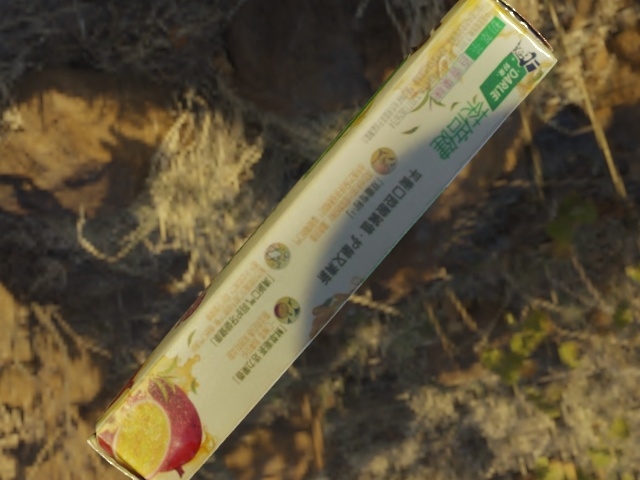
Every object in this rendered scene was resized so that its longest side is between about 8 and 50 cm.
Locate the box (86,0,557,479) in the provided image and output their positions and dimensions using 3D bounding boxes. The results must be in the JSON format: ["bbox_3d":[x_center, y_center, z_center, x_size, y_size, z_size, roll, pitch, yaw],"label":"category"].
[{"bbox_3d":[0.000,0.000,0.455,0.207,0.041,0.050,-49,180,6],"label":"box"}]
